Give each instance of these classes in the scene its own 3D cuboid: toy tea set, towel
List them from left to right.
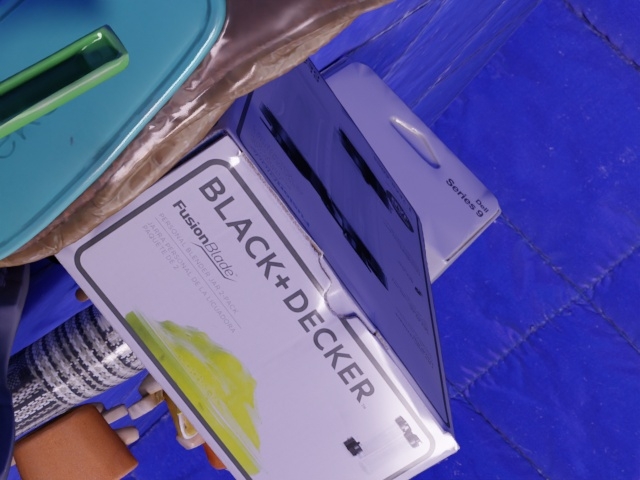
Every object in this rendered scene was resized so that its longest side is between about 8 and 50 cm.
[{"bbox_3d":[-0.186,0.103,0.801,0.312,0.056,0.324,-32,-178,2],"label":"towel"},{"bbox_3d":[-0.134,0.167,0.852,0.336,0.124,0.200,-30,180,14],"label":"toy tea set"}]

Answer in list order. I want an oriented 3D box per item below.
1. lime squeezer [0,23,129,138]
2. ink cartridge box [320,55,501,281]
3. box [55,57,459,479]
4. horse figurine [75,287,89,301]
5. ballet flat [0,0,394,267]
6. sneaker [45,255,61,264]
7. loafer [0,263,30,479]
[{"bbox_3d":[-0.182,-0.002,0.302,0.310,0.059,0.110,-20,142,-53],"label":"lime squeezer"},{"bbox_3d":[0.000,0.000,1.207,0.121,0.211,0.289,-39,172,-47],"label":"ink cartridge box"},{"bbox_3d":[-0.021,-0.004,0.624,0.087,0.169,0.290,-33,-163,12],"label":"box"},{"bbox_3d":[-0.132,0.020,1.087,0.263,0.066,0.174,-44,171,11],"label":"horse figurine"},{"bbox_3d":[-0.019,-0.114,0.438,0.342,0.116,0.124,-39,-168,21],"label":"ballet flat"},{"bbox_3d":[-0.136,0.002,0.769,0.066,0.071,0.188,-45,176,-5],"label":"sneaker"},{"bbox_3d":[-0.155,0.076,0.403,0.302,0.109,0.095,-97,-158,-70],"label":"loafer"}]
